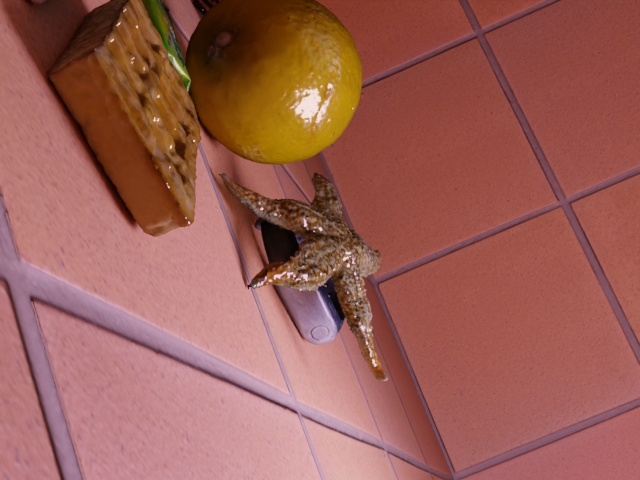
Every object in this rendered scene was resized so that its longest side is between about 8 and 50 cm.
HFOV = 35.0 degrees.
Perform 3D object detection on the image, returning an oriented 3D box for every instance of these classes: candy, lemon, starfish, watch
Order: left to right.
[{"bbox_3d":[-0.207,-0.269,1.286,0.102,0.032,0.178,59,9,-53],"label":"candy"},{"bbox_3d":[-0.075,-0.230,1.392,0.219,0.240,0.240,15,48,-57],"label":"lemon"},{"bbox_3d":[-0.025,0.043,1.490,0.193,0.068,0.206,-97,161,-57],"label":"watch"},{"bbox_3d":[0.002,-0.003,1.389,0.347,0.078,0.358,32,35,-35],"label":"starfish"}]

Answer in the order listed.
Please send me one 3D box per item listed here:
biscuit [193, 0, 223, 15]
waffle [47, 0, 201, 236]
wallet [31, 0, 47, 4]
[{"bbox_3d":[-0.133,-0.381,1.897,0.252,0.070,0.106,46,3,9],"label":"biscuit"},{"bbox_3d":[-0.168,-0.125,0.928,0.274,0.057,0.168,-102,167,-64],"label":"waffle"},{"bbox_3d":[-0.246,-0.261,0.888,0.095,0.033,0.190,62,6,-23],"label":"wallet"}]
